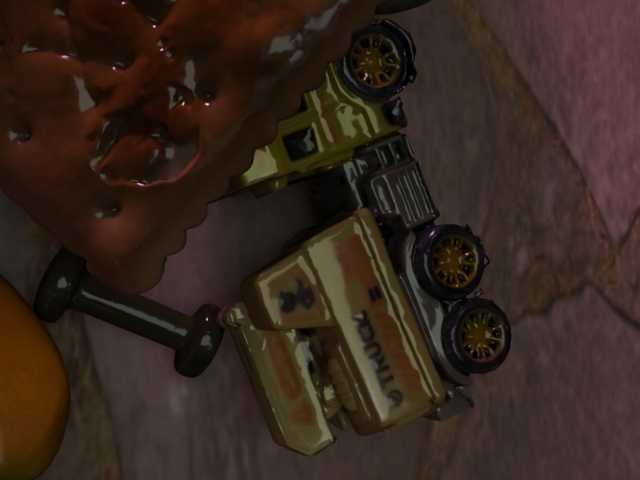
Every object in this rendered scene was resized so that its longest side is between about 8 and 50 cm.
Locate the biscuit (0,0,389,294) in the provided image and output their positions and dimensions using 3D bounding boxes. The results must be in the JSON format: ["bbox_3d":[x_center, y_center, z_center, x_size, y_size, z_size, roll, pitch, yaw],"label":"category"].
[{"bbox_3d":[-0.076,-0.151,0.425,0.217,0.044,0.325,43,98,8],"label":"biscuit"}]

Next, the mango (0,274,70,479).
[{"bbox_3d":[-0.217,0.054,0.434,0.191,0.122,0.085,41,102,-8],"label":"mango"}]

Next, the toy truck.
[{"bbox_3d":[0.000,0.000,0.511,0.157,0.124,0.272,-23,95,-25],"label":"toy truck"}]

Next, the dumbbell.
[{"bbox_3d":[-0.119,0.046,0.505,0.118,0.052,0.046,25,40,-17],"label":"dumbbell"}]

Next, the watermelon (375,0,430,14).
[{"bbox_3d":[-0.034,-0.256,0.509,0.301,0.129,0.123,45,71,-10],"label":"watermelon"}]
